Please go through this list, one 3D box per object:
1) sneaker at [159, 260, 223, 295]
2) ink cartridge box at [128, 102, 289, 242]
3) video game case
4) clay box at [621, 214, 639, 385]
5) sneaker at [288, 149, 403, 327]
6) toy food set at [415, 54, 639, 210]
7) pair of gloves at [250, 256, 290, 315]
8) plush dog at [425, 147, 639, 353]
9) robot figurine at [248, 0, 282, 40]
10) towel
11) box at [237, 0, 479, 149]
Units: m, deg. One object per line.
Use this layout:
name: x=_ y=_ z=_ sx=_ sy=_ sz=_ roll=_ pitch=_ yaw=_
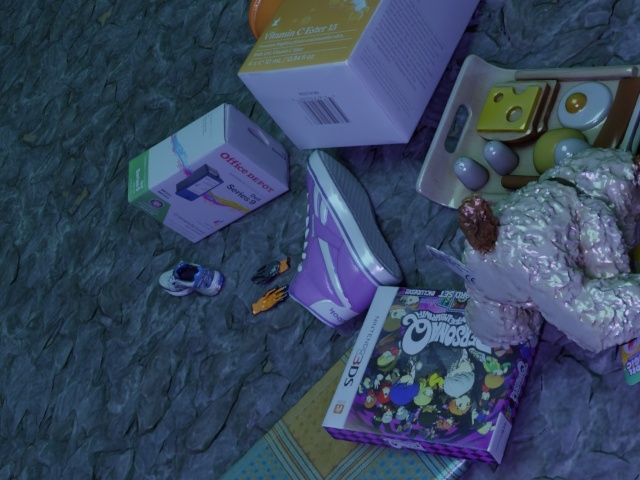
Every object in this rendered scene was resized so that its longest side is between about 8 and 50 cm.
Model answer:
sneaker: x=-0.215 y=0.054 z=1.864 sx=0.135 sy=0.058 sz=0.052 roll=-4 pitch=61 yaw=43
ink cartridge box: x=-0.176 y=-0.104 z=1.860 sx=0.212 sy=0.154 sz=0.093 roll=-29 pitch=47 yaw=27
video game case: x=0.138 y=0.155 z=1.422 sx=0.232 sy=0.042 sz=0.210 roll=3 pitch=56 yaw=36
clay box: x=0.376 y=0.044 z=1.252 sx=0.127 sy=0.053 sz=0.222 roll=-49 pitch=25 yaw=49
sneaker: x=-0.001 y=0.000 z=1.666 sx=0.161 sy=0.102 sz=0.282 roll=-42 pitch=41 yaw=21
toy food set: x=0.277 y=-0.148 z=1.502 sx=0.306 sy=0.092 sz=0.219 roll=6 pitch=68 yaw=45
pair of gloves: x=-0.075 y=0.067 z=1.758 sx=0.074 sy=0.010 sz=0.083 roll=-27 pitch=47 yaw=29
plush dog: x=0.265 y=-0.017 z=1.282 sx=0.225 sy=0.210 sz=0.262 roll=-43 pitch=18 yaw=-27
robot figurine: x=-0.035 y=-0.356 z=1.920 sx=0.219 sy=0.128 sz=0.158 roll=38 pitch=133 yaw=50
towel: x=0.028 y=0.293 z=1.485 sx=0.370 sy=0.040 sz=0.271 roll=-46 pitch=42 yaw=7
box: x=0.072 y=-0.318 z=1.710 sx=0.215 sy=0.168 sz=0.345 roll=0 pitch=53 yaw=42
